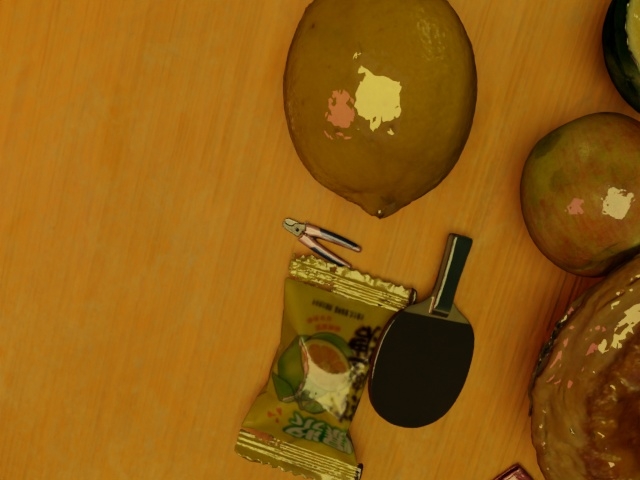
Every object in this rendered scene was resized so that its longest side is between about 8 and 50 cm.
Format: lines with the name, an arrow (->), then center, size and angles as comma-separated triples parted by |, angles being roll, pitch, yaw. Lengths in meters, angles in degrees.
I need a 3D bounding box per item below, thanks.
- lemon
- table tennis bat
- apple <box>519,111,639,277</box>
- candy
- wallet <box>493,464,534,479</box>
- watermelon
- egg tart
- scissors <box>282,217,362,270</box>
lemon -> 0.068, -0.175, 0.870 | 0.236, 0.236, 0.263 | 23, 107, -1
table tennis bat -> 0.150, 0.123, 1.000 | 0.154, 0.021, 0.274 | 14, 96, -25
apple -> 0.336, -0.057, 0.897 | 0.196, 0.196, 0.196 | 1, 100, 3
candy -> 0.006, 0.181, 1.014 | 0.187, 0.081, 0.297 | 18, 91, -2
wallet -> 0.311, 0.439, 1.069 | 0.119, 0.025, 0.232 | -40, 96, 9
watermelon -> 0.423, -0.232, 0.888 | 0.204, 0.127, 0.232 | -37, 90, -16
egg tart -> 0.469, 0.186, 0.933 | 0.443, 0.178, 0.443 | 0, 107, -1
scissors -> 0.000, 0.000, 1.012 | 0.113, 0.012, 0.039 | 29, 100, -3
